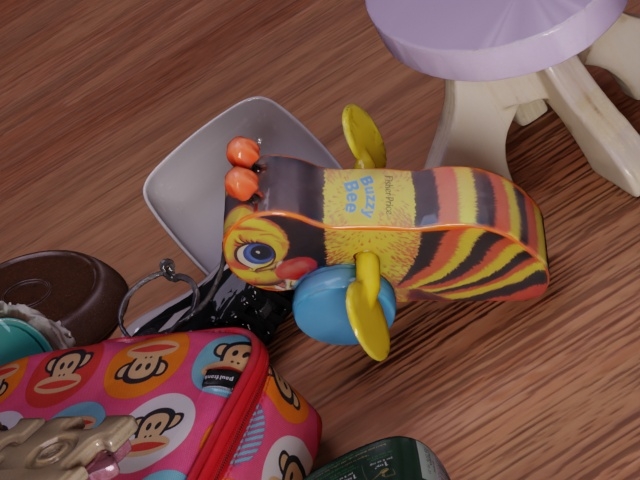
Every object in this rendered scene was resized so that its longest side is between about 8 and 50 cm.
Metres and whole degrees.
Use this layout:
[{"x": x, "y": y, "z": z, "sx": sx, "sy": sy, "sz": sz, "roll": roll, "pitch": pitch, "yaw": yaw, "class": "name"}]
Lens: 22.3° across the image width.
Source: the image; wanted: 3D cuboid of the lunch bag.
[{"x": -0.160, "y": 0.188, "z": 1.057, "sx": 0.293, "sy": 0.120, "sz": 0.258, "roll": -11, "pitch": 37, "yaw": 35, "class": "lunch bag"}]

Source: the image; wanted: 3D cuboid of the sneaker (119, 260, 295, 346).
[{"x": -0.045, "y": 0.059, "z": 1.198, "sx": 0.217, "sy": 0.079, "sz": 0.121, "roll": -40, "pitch": 31, "yaw": 0, "class": "sneaker"}]

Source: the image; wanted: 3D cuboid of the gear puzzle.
[{"x": -0.268, "y": 0.176, "z": 1.009, "sx": 0.339, "sy": 0.044, "sz": 0.175, "roll": -7, "pitch": 26, "yaw": 40, "class": "gear puzzle"}]

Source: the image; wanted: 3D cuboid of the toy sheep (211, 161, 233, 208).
[{"x": -0.068, "y": -0.056, "z": 1.392, "sx": 0.132, "sy": 0.091, "sz": 0.091, "roll": -22, "pitch": 25, "yaw": -15, "class": "toy sheep"}]

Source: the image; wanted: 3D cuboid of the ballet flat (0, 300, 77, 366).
[{"x": -0.355, "y": 0.200, "z": 1.242, "sx": 0.409, "sy": 0.147, "sz": 0.147, "roll": -34, "pitch": 28, "yaw": -12, "class": "ballet flat"}]

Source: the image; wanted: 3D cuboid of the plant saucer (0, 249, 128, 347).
[{"x": -0.250, "y": 0.055, "z": 1.399, "sx": 0.169, "sy": 0.029, "sz": 0.168, "roll": -11, "pitch": 31, "yaw": 7, "class": "plant saucer"}]

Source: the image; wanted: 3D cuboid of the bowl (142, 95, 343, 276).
[{"x": -0.054, "y": -0.030, "z": 1.311, "sx": 0.142, "sy": 0.142, "sz": 0.053, "roll": -39, "pitch": -16, "yaw": -10, "class": "bowl"}]

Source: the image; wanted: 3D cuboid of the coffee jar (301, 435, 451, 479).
[{"x": 0.039, "y": 0.193, "z": 0.880, "sx": 0.096, "sy": 0.079, "sz": 0.184, "roll": -27, "pitch": 27, "yaw": 8, "class": "coffee jar"}]

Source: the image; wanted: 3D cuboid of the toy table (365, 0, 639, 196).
[{"x": 0.157, "y": -0.140, "z": 1.223, "sx": 0.252, "sy": 0.161, "sz": 0.274, "roll": -28, "pitch": 28, "yaw": 5, "class": "toy table"}]

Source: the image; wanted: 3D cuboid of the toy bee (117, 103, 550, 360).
[{"x": 0.000, "y": 0.000, "z": 1.079, "sx": 0.298, "sy": 0.162, "sz": 0.195, "roll": -24, "pitch": 52, "yaw": -5, "class": "toy bee"}]
